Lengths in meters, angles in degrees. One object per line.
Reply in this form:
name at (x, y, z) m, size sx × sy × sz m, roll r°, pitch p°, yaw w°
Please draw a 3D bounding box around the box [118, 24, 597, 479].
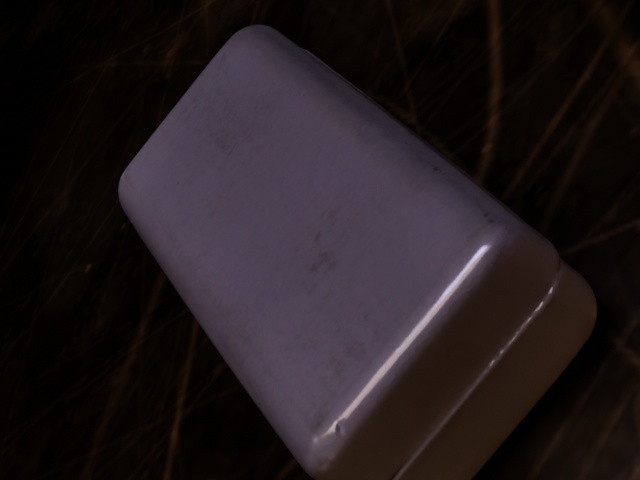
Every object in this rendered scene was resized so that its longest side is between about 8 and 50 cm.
box at (0.000, 0.000, 0.570) m, size 0.103 × 0.055 × 0.243 m, roll -51°, pitch 30°, yaw 5°
